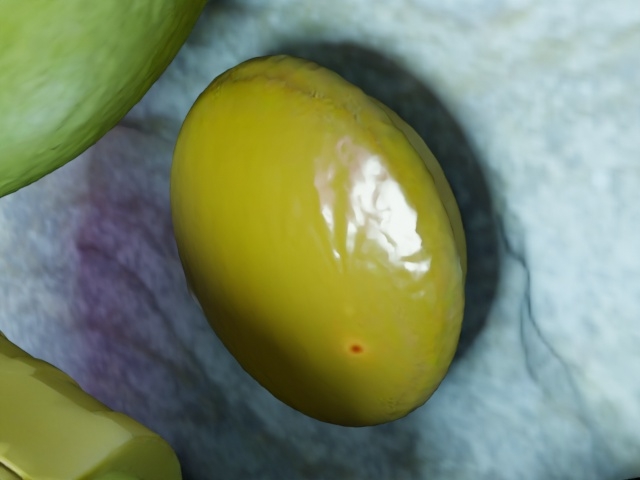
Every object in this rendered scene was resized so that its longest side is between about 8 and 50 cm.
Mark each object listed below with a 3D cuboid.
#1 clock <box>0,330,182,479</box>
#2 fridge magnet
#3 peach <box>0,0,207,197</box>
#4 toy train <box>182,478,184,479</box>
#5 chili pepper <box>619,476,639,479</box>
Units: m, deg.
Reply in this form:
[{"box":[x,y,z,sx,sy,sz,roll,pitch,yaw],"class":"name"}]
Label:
[{"box":[-0.167,0.175,0.664,0.244,0.200,0.317,34,135,24],"class":"clock"},{"box":[0.000,0.000,0.702,0.143,0.063,0.143,23,124,40],"class":"fridge magnet"},{"box":[-0.186,-0.139,0.652,0.314,0.316,0.281,-117,18,-70],"class":"peach"},{"box":[-0.104,0.211,0.861,0.188,0.132,0.243,45,133,33],"class":"toy train"},{"box":[0.081,0.214,0.595,0.233,0.248,0.256,33,130,0],"class":"chili pepper"}]
